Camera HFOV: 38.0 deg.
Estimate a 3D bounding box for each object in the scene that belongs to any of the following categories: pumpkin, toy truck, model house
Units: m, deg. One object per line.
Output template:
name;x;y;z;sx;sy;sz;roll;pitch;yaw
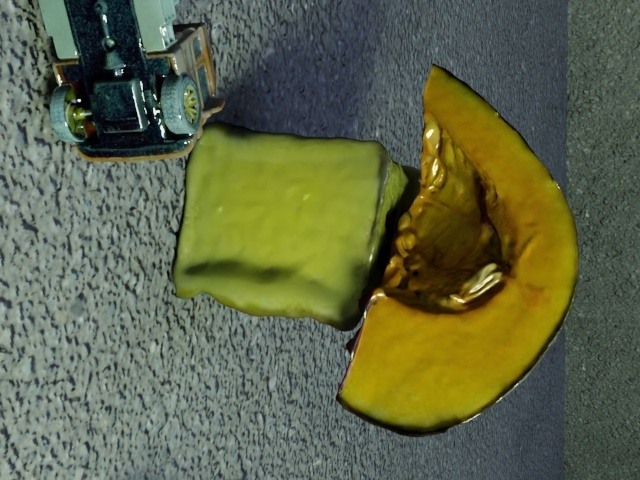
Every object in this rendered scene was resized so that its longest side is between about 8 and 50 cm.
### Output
pumpkin;0.143;0.021;0.777;0.148;0.169;0.312;37;65;-62
toy truck;-0.138;-0.195;0.658;0.140;0.108;0.256;-65;150;-60
model house;0.000;0.000;0.900;0.234;0.193;0.174;27;71;-66
